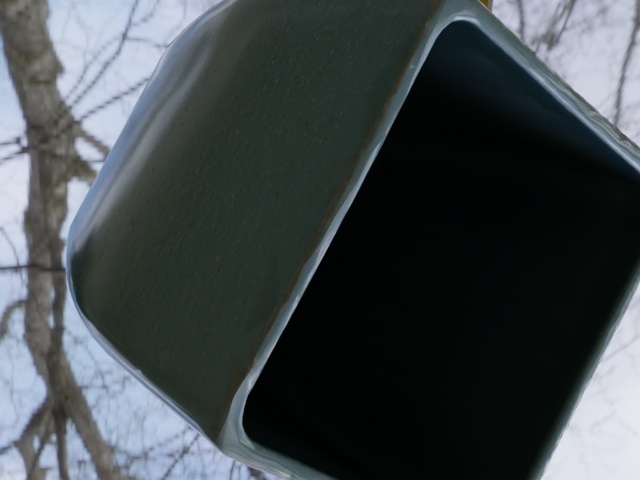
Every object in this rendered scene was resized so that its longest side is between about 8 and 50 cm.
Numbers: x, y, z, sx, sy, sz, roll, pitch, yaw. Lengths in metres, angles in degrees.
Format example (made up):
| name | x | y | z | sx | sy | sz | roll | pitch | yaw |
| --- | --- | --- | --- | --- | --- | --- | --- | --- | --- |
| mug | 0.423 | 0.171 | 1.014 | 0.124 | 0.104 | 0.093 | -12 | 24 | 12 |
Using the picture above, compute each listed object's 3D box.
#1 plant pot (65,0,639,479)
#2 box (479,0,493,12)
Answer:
| name | x | y | z | sx | sy | sz | roll | pitch | yaw |
| --- | --- | --- | --- | --- | --- | --- | --- | --- | --- |
| plant pot | 0.000 | 0.000 | 0.900 | 0.252 | 0.248 | 0.247 | 22 | -97 | 46 |
| box | 0.132 | -0.245 | 1.716 | 0.103 | 0.203 | 0.114 | 6 | -162 | 1 |
